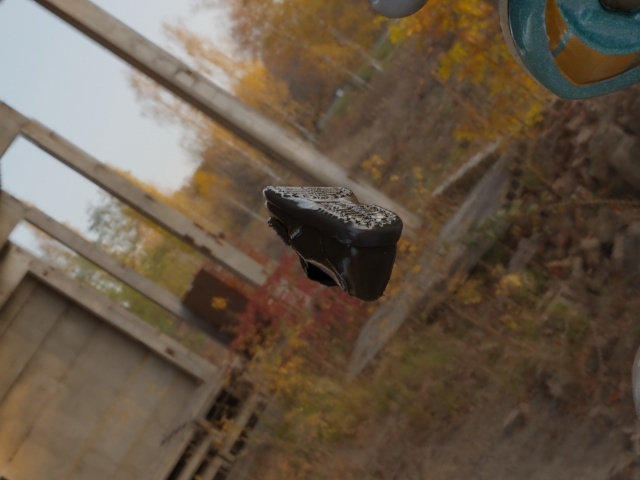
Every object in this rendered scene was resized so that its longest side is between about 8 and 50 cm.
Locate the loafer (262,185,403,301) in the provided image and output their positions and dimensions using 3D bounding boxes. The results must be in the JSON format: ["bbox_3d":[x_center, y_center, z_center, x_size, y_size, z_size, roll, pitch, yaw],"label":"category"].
[{"bbox_3d":[0.000,0.000,0.795,0.220,0.080,0.078,-145,56,-70],"label":"loafer"}]

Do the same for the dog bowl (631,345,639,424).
[{"bbox_3d":[0.318,0.125,0.482,0.102,0.348,0.349,-59,3,29],"label":"dog bowl"}]

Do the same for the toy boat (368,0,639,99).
[{"bbox_3d":[0.192,-0.228,0.805,0.267,0.318,0.148,99,-179,-49],"label":"toy boat"}]
